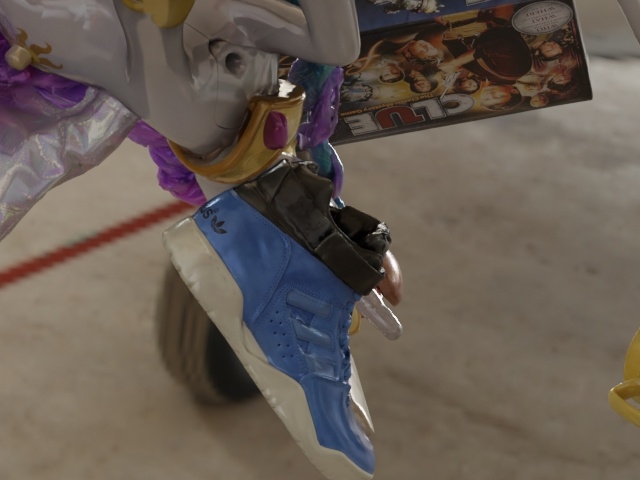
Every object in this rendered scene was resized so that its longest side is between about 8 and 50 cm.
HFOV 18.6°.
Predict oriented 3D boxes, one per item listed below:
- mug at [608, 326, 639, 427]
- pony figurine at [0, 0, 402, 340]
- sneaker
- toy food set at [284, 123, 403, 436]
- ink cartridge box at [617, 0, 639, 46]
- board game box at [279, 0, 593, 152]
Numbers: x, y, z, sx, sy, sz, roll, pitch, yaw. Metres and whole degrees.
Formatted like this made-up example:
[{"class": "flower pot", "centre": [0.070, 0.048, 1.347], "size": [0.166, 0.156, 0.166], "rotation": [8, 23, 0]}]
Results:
[{"class": "mug", "centre": [0.192, 0.075, 0.988], "size": [0.064, 0.078, 0.062], "rotation": [36, -9, 48]}, {"class": "pony figurine", "centre": [-0.117, -0.106, 0.970], "size": [0.351, 0.363, 0.303], "rotation": [30, 69, 25]}, {"class": "sneaker", "centre": [0.005, 0.034, 0.838], "size": [0.084, 0.152, 0.058], "rotation": [-34, 23, -2]}, {"class": "toy food set", "centre": [0.000, 0.000, 1.228], "size": [0.071, 0.218, 0.128], "rotation": [-31, 15, 6]}, {"class": "ink cartridge box", "centre": [0.273, -0.136, 1.128], "size": [0.172, 0.237, 0.100], "rotation": [-27, 4, 3]}, {"class": "board game box", "centre": [0.075, -0.138, 1.466], "size": [0.243, 0.165, 0.042], "rotation": [-10, 65, 10]}]
